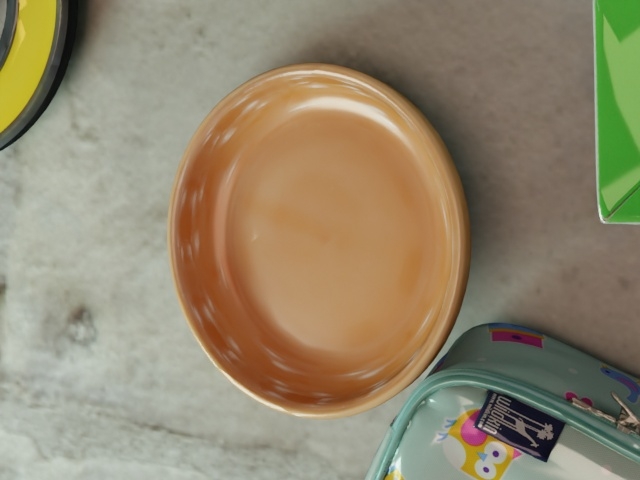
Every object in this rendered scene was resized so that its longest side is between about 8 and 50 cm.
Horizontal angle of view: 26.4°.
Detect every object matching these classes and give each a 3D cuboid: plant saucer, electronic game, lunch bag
[{"bbox_3d":[0.000,0.000,0.776,0.200,0.037,0.200,3,94,34],"label":"plant saucer"},{"bbox_3d":[-0.253,-0.158,0.851,0.229,0.048,0.229,6,106,20],"label":"electronic game"},{"bbox_3d":[0.123,0.199,0.759,0.224,0.108,0.279,26,111,14],"label":"lunch bag"}]

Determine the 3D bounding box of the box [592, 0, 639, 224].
[{"bbox_3d":[0.196,-0.155,0.573,0.126,0.231,0.262,1,104,21],"label":"box"}]
